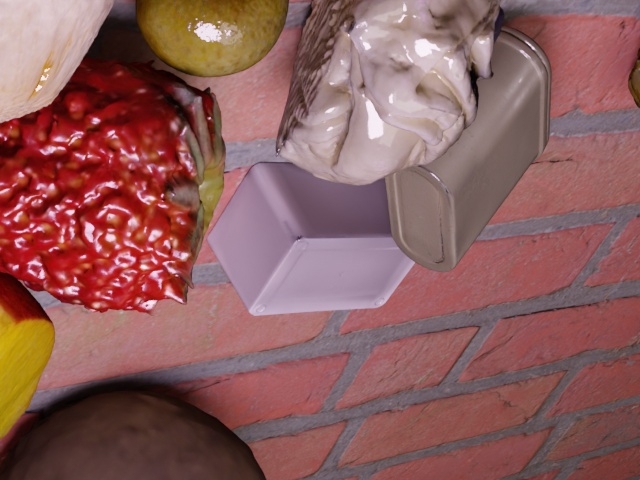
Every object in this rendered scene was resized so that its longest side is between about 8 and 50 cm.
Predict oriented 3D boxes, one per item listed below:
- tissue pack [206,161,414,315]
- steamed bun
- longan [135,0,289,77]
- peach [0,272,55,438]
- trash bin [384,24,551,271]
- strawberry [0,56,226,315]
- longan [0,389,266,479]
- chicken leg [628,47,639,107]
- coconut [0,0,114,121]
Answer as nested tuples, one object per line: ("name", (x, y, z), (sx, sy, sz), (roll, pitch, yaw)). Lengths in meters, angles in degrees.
("tissue pack", (0.001, -0.001, 1.814), (0.246, 0.136, 0.159), (-1, 138, -41))
("steamed bun", (0.091, -0.204, 1.461), (0.206, 0.275, 0.320), (17, 144, -18))
("longan", (-0.109, -0.247, 1.358), (0.154, 0.145, 0.176), (-56, 162, -34))
("peach", (-0.465, 0.094, 1.424), (0.242, 0.306, 0.380), (-63, 170, -14))
("trash bin", (0.189, -0.114, 1.729), (0.247, 0.121, 0.243), (-53, 155, -24))
("strawberry", (-0.271, -0.070, 1.394), (0.344, 0.292, 0.292), (13, 141, 1))
("longan", (-0.266, 0.419, 1.950), (0.404, 0.404, 0.436), (-36, 145, 8))
("chicken leg", (0.517, -0.299, 1.851), (0.201, 0.153, 0.429), (-35, 144, -18))
("coconut", (-0.322, -0.275, 0.963), (0.345, 0.415, 0.415), (-13, 146, -10))
